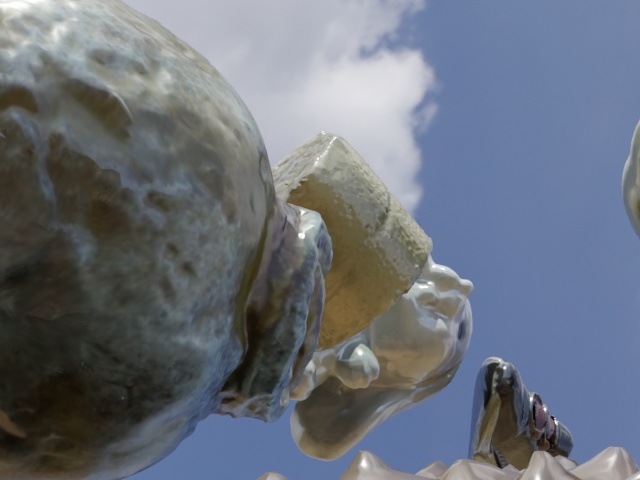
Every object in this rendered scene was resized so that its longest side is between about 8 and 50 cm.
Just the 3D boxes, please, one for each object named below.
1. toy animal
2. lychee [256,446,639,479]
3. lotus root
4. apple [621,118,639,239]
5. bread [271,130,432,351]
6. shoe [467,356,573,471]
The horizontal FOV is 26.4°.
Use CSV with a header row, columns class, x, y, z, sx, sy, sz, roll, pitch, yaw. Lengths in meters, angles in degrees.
class,x,y,z,sx,sy,sz,roll,pitch,yaw
toy animal,0.019,0.095,1.365,0.289,0.249,0.174,24,-34,-19
lychee,0.029,0.235,0.290,0.380,0.432,0.380,-2,-95,23
lotus root,-0.166,-0.017,0.431,0.349,0.175,0.175,10,-53,-3
apple,0.404,-0.056,1.233,0.262,0.262,0.262,13,-54,19
bread,0.000,0.000,1.171,0.148,0.134,0.141,-43,-78,-6
shoe,0.213,0.208,1.440,0.112,0.099,0.227,7,-42,6
